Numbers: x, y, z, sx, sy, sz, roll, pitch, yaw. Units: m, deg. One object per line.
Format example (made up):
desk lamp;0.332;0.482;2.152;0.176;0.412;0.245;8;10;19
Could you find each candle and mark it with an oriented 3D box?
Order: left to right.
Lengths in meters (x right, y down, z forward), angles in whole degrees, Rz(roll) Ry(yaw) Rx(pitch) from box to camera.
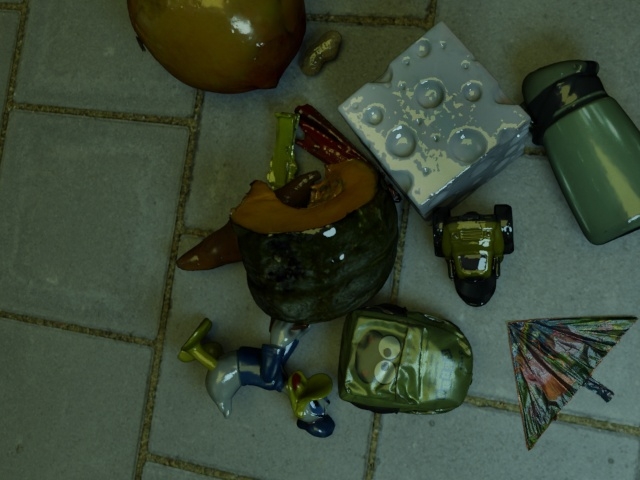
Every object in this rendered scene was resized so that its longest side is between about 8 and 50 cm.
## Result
candle;0.051;-0.174;1.356;0.301;0.059;0.084;39;117;16

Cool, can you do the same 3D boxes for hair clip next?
hair clip;-0.079;-0.181;1.381;0.072;0.046;0.173;14;110;31

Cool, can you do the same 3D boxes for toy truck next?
toy truck;0.279;0.030;1.200;0.147;0.224;0.166;-2;78;13

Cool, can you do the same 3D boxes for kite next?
kite;0.441;0.231;1.245;0.234;0.016;0.321;38;95;14

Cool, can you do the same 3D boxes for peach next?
peach;-0.202;-0.465;1.329;0.372;0.290;0.373;0;88;11

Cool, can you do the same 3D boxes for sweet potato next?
sweet potato;-0.135;-0.023;1.367;0.359;0.112;0.112;-39;77;10

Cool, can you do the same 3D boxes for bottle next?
bottle;0.489;-0.173;1.197;0.168;0.168;0.347;-26;77;10

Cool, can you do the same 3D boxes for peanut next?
peanut;0.002;-0.395;1.395;0.113;0.054;0.054;-46;76;9

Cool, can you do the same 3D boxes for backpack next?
backpack;0.161;0.229;1.258;0.253;0.140;0.207;8;87;8

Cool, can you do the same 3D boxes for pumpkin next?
pumpkin;0.000;0.000;1.226;0.303;0.256;0.226;-16;126;2

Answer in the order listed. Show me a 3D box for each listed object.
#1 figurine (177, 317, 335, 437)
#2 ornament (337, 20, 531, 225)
figurine;-0.085;0.252;1.327;0.338;0.204;0.283;45;89;1
ornament;0.213;-0.203;1.226;0.239;0.239;0.240;-39;77;8
